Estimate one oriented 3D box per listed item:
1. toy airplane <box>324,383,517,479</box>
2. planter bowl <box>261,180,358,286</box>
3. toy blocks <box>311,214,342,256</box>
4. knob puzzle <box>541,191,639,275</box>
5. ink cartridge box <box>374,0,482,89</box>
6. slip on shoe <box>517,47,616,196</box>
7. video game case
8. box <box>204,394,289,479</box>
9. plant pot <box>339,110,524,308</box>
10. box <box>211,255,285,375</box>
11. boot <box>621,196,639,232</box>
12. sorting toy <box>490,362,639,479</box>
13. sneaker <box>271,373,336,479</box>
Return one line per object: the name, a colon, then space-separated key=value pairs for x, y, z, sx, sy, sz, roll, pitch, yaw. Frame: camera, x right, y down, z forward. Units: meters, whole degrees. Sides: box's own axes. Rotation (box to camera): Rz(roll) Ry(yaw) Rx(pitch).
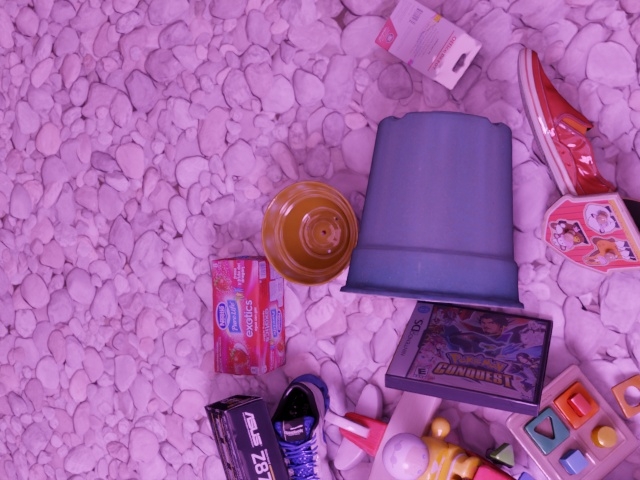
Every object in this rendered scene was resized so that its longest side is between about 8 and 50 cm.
toy airplane: x=0.169 y=0.412 z=1.416 sx=0.384 sy=0.272 sz=0.386 roll=-26 pitch=64 yaw=12
planter bowl: x=-0.008 y=-0.016 z=1.514 sx=0.217 sy=0.090 sz=0.217 roll=1 pitch=93 yaw=23
toy blocks: x=0.000 y=0.000 z=1.590 sx=0.123 sy=0.054 sz=0.148 roll=-39 pitch=77 yaw=20
knob puzzle: x=0.488 y=-0.004 z=1.333 sx=0.213 sy=0.030 sz=0.213 roll=29 pitch=148 yaw=21
ink cartridge box: x=0.225 y=-0.395 z=1.467 sx=0.198 sy=0.067 sz=0.115 roll=39 pitch=107 yaw=19
slip on shoe: x=0.452 y=-0.209 z=1.355 sx=0.101 sy=0.123 sz=0.331 roll=-24 pitch=88 yaw=15
video game case: x=0.286 y=0.212 z=1.371 sx=0.275 sy=0.248 sz=0.035 roll=7 pitch=122 yaw=20
box: x=-0.135 y=0.533 z=1.546 sx=0.097 sy=0.318 sz=0.395 roll=-16 pitch=84 yaw=-20
plant pot: x=0.219 y=-0.052 z=1.364 sx=0.341 sy=0.341 sz=0.334 roll=3 pitch=85 yaw=23
box: x=-0.160 y=0.165 z=1.627 sx=0.123 sy=0.128 sz=0.257 roll=0 pitch=93 yaw=24
boot: x=0.590 y=-0.022 z=1.288 sx=0.198 sy=0.137 sz=0.077 roll=29 pitch=103 yaw=20
sorting toy: x=0.464 y=0.349 z=1.314 sx=0.348 sy=0.047 sz=0.196 roll=-36 pitch=84 yaw=-12
sneaker: x=-0.046 y=0.437 z=1.523 sx=0.127 sy=0.182 sz=0.315 roll=-7 pitch=76 yaw=11
